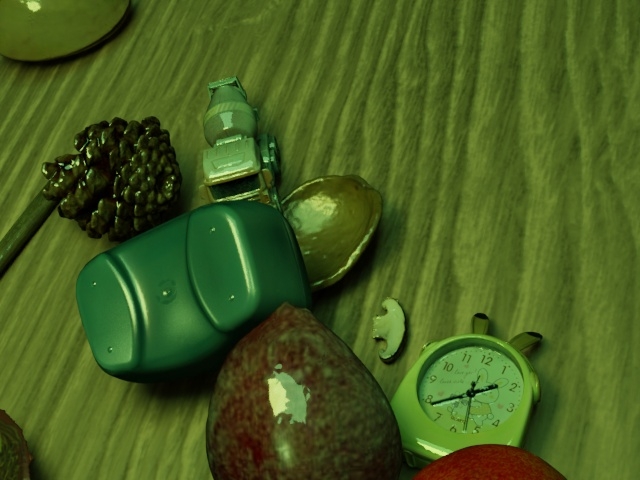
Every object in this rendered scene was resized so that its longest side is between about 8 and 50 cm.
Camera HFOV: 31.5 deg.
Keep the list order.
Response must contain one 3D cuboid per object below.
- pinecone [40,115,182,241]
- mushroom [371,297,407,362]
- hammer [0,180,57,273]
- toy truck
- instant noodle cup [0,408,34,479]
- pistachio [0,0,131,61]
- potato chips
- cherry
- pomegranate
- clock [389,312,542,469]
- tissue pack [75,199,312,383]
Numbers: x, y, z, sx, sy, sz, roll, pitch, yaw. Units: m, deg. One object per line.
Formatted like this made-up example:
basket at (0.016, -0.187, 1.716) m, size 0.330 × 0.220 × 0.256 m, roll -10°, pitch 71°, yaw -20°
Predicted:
pinecone at (-0.309, -0.094, 1.698) m, size 0.204 × 0.179 × 0.184 m, roll 10°, pitch 35°, yaw 41°
mushroom at (0.093, 0.119, 1.525) m, size 0.049 × 0.019 × 0.101 m, roll -2°, pitch 52°, yaw 13°
hammer at (-0.499, 0.043, 1.730) m, size 0.111 × 0.043 × 0.365 m, roll 17°, pitch 60°, yaw 26°
toy truck at (-0.125, -0.131, 1.664) m, size 0.108 × 0.140 × 0.257 m, roll -14°, pitch 32°, yaw 5°
instant noodle cup at (-0.488, 0.342, 1.478) m, size 0.274 × 0.091 × 0.274 m, roll -7°, pitch 54°, yaw 10°
pistachio at (-0.464, -0.403, 1.975) m, size 0.260 × 0.163 × 0.213 m, roll 4°, pitch 76°, yaw 3°
potato chips at (0.000, -0.001, 1.609) m, size 0.195 × 0.062 × 0.208 m, roll -3°, pitch 54°, yaw 25°
cherry at (-0.026, 0.222, 1.341) m, size 0.230 × 0.203 × 0.300 m, roll -11°, pitch 90°, yaw 44°
pomegranate at (0.201, 0.338, 1.225) m, size 0.256 × 0.221 × 0.221 m, roll 34°, pitch 64°, yaw -5°
clock at (0.194, 0.188, 1.418) m, size 0.170 × 0.069 × 0.232 m, roll 17°, pitch 60°, yaw 26°
tissue pack at (-0.153, 0.071, 1.490) m, size 0.287 × 0.206 × 0.198 m, roll -26°, pitch 73°, yaw 24°
